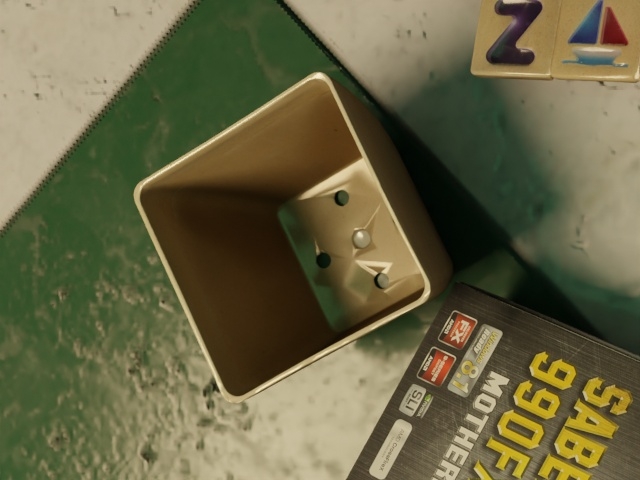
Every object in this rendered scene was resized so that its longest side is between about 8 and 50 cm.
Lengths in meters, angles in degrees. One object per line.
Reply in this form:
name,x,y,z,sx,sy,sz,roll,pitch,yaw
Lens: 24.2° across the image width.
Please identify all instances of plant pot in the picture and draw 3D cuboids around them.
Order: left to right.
plant pot,0.000,0.000,0.681,0.109,0.096,0.109,-30,78,21

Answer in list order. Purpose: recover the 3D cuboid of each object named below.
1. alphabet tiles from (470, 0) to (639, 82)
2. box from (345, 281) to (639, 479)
alphabet tiles,0.116,-0.166,0.650,0.237,0.009,0.198,6,85,33
box,0.083,0.154,0.610,0.183,0.056,0.231,25,80,33
